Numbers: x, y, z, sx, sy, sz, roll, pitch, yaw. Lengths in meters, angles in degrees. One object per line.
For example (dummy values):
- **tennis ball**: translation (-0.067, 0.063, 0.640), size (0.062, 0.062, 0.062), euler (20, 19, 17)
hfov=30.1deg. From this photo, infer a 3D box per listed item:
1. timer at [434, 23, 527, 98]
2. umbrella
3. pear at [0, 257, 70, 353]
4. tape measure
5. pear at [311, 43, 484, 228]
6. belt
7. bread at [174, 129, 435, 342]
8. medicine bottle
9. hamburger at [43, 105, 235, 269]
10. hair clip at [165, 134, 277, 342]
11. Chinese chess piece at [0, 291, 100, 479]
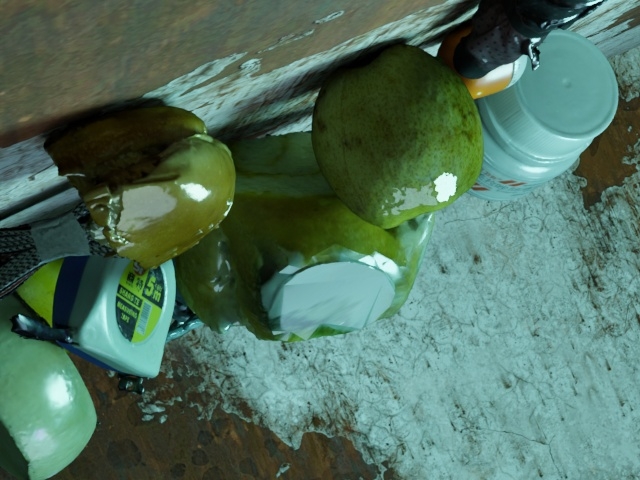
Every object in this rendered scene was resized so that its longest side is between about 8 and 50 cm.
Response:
- **timer**: translation (0.200, -0.232, 1.575), size (0.136, 0.099, 0.136), euler (-30, 170, -6)
- **umbrella**: translation (0.229, -0.254, 1.340), size (0.326, 0.094, 0.090), euler (-28, -140, 68)
- **pear**: translation (-0.480, 0.113, 2.117), size (0.340, 0.191, 0.386), euler (-24, 180, -26)
- **tape measure**: translation (-0.319, 0.068, 1.651), size (0.098, 0.215, 0.351), euler (6, 162, 22)
- **pear**: translation (0.097, -0.139, 1.476), size (0.188, 0.211, 0.228), euler (1, -151, 40)
- **belt**: translation (-0.322, -0.004, 1.467), size (0.360, 0.126, 0.094), euler (-17, -170, 11)
- **bread**: translation (0.009, 0.001, 1.650), size (0.395, 0.239, 0.264), euler (-7, -146, -25)
- **medicine bottle**: translation (0.353, -0.219, 2.085), size (0.245, 0.245, 0.306), euler (-23, 173, -23)
- **hamburger**: translation (-0.160, -0.056, 1.164), size (0.157, 0.144, 0.283), euler (-24, 178, -2)
- **hair clip**: translation (-0.192, 0.009, 1.921), size (0.392, 0.238, 0.318), euler (-22, 177, -45)
- **Chinese chess piece**: translation (-0.482, 0.195, 1.771), size (0.146, 0.349, 0.349), euler (-41, -172, -27)
